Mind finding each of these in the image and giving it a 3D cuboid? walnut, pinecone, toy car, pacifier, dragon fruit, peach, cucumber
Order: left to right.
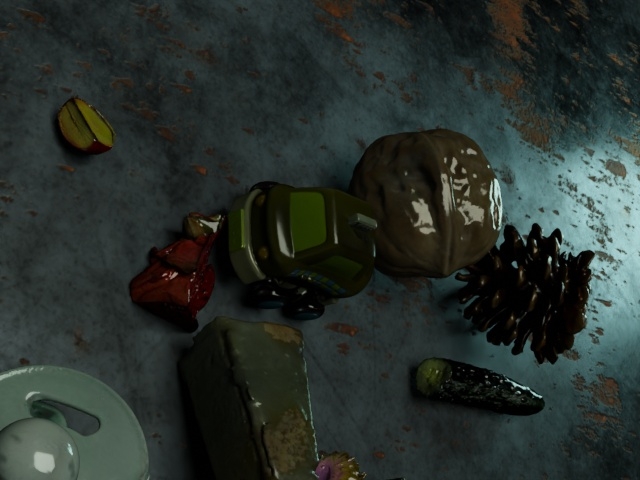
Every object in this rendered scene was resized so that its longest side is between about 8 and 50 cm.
[{"bbox_3d":[-0.341,0.271,1.174,0.288,0.269,0.343,19,54,-7],"label":"pacifier"},{"bbox_3d":[-0.337,-0.158,1.488,0.083,0.050,0.077,45,25,-31],"label":"peach"},{"bbox_3d":[-0.175,0.034,1.527,0.122,0.092,0.192,43,49,-21],"label":"dragon fruit"},{"bbox_3d":[0.000,0.000,1.616,0.248,0.198,0.204,22,58,-47],"label":"toy car"},{"bbox_3d":[0.174,-0.058,1.784,0.273,0.227,0.273,19,58,-33],"label":"walnut"},{"bbox_3d":[0.290,0.265,1.867,0.303,0.081,0.072,19,105,-41],"label":"cucumber"},{"bbox_3d":[0.369,0.085,1.897,0.264,0.264,0.264,17,62,-36],"label":"pinecone"}]

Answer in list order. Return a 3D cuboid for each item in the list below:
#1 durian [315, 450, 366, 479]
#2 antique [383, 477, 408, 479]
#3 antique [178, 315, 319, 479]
[{"bbox_3d":[-0.021,0.433,1.491,0.341,0.112,0.191,-20,85,-46],"label":"durian"},{"bbox_3d":[0.096,0.481,1.602,0.081,0.080,0.220,39,53,-23],"label":"antique"},{"bbox_3d":[-0.087,0.251,1.441,0.150,0.125,0.284,16,43,-35],"label":"antique"}]
